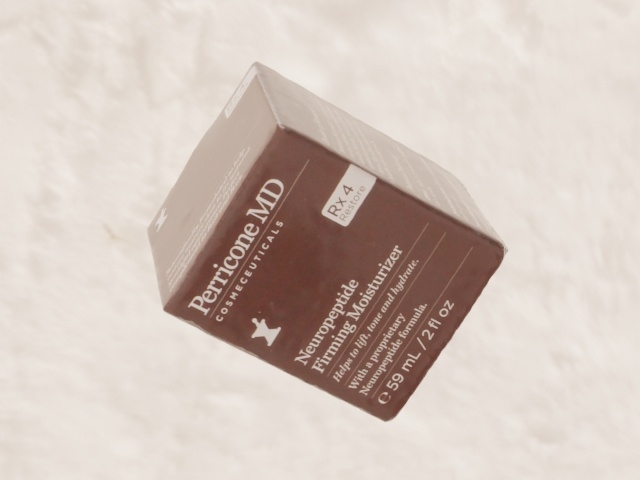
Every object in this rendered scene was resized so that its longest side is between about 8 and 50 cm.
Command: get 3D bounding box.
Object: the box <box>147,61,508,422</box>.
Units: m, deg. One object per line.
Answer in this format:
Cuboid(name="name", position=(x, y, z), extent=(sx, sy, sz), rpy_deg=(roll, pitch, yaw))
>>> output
Cuboid(name="box", position=(0.000, 0.000, 1.323), extent=(0.203, 0.167, 0.168), rpy_deg=(27, 105, -19))
